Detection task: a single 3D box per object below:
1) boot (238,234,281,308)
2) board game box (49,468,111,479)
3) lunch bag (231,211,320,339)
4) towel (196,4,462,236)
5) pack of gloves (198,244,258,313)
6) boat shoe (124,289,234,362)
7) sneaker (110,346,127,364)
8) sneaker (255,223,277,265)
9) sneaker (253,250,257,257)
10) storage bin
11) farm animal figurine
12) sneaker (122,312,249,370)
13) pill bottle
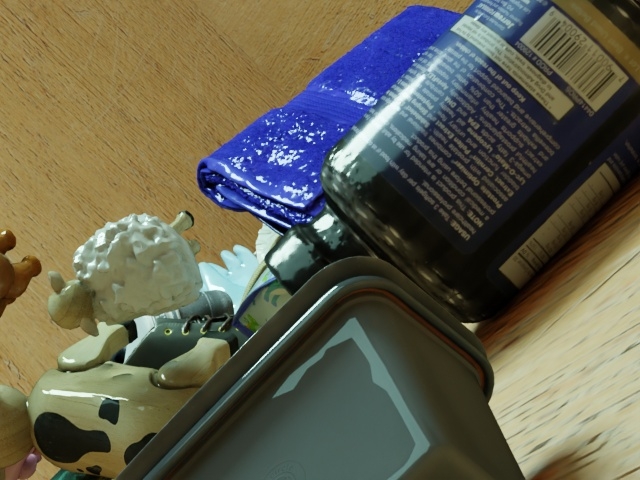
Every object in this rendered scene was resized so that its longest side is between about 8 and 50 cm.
[{"bbox_3d":[0.027,-0.015,1.319,0.262,0.095,0.203,-42,7,21],"label":"boot"},{"bbox_3d":[-0.181,0.208,1.282,0.126,0.026,0.186,0,-34,-48],"label":"board game box"},{"bbox_3d":[0.022,0.017,0.997,0.129,0.096,0.151,-48,-6,-37],"label":"lunch bag"},{"bbox_3d":[0.050,-0.117,1.275,0.308,0.076,0.227,-39,40,-21],"label":"towel"},{"bbox_3d":[-0.133,0.097,1.535,0.195,0.046,0.232,-48,30,0],"label":"pack of gloves"},{"bbox_3d":[-0.140,0.141,1.362,0.102,0.108,0.301,-13,-33,-21],"label":"boat shoe"},{"bbox_3d":[-0.242,0.203,1.767,0.300,0.121,0.111,-44,4,31],"label":"sneaker"},{"bbox_3d":[0.000,0.000,1.561,0.235,0.090,0.095,-41,-38,-54],"label":"sneaker"},{"bbox_3d":[-0.078,0.077,1.633,0.215,0.084,0.083,-48,-1,-17],"label":"sneaker"},{"bbox_3d":[0.008,0.092,0.443,0.135,0.098,0.091,-45,31,10],"label":"storage bin"},{"bbox_3d":[-0.201,0.159,1.089,0.327,0.330,0.172,-11,19,29],"label":"farm animal figurine"},{"bbox_3d":[-0.071,0.080,1.183,0.222,0.118,0.083,-46,3,-2],"label":"sneaker"},{"bbox_3d":[0.079,-0.037,0.705,0.219,0.123,0.123,-45,3,4],"label":"pill bottle"}]
